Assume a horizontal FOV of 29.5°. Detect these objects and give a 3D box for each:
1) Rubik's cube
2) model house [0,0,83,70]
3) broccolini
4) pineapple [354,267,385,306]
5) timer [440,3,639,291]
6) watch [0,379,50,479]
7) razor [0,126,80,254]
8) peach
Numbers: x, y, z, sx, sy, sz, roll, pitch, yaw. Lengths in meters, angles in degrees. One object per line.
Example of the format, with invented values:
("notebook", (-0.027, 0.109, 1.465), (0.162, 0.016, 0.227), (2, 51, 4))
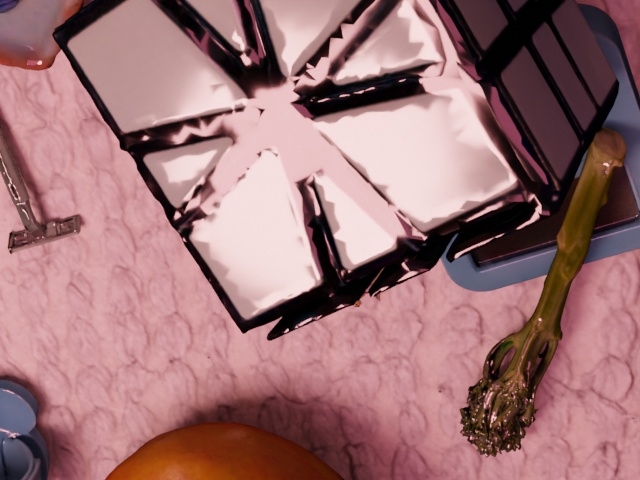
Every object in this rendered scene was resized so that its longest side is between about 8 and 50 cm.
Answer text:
("Rubik's cube", (0.029, -0.136, 0.935), (0.288, 0.283, 0.293), (-24, 104, 29))
("model house", (-0.243, -0.278, 1.028), (0.252, 0.295, 0.329), (-16, 137, 10))
("broccolini", (0.212, 0.069, 1.178), (0.079, 0.074, 0.392), (4, 129, -8))
("pineapple", (0.002, -0.003, 1.193), (0.176, 0.137, 0.161), (2, 76, -1))
("timer", (0.197, -0.072, 1.147), (0.232, 0.091, 0.250), (-19, 113, 17))
("watch", (-0.397, 0.281, 1.349), (0.211, 0.193, 0.211), (3, 113, 7))
("razor", (-0.328, -0.089, 1.255), (0.084, 0.036, 0.211), (-16, 112, 14))
("peach", (-0.100, 0.338, 1.284), (0.332, 0.308, 0.307), (29, 117, 13))
